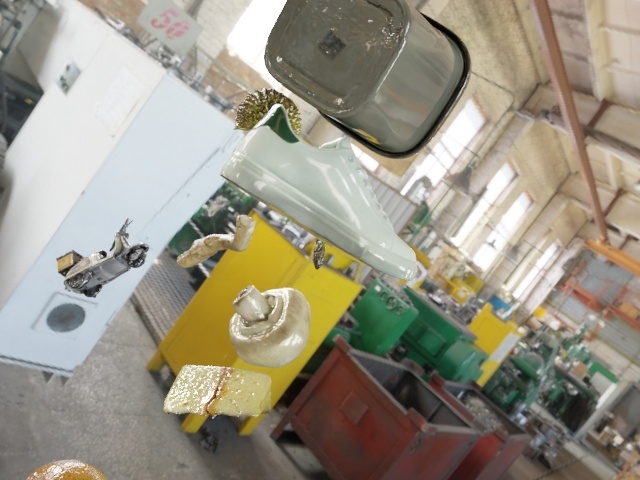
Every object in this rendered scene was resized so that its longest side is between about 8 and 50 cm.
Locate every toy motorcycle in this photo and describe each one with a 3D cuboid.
[{"bbox_3d":[-0.592,0.054,1.481,0.157,0.263,0.091,65,4,36],"label":"toy motorcycle"}]

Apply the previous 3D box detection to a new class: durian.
[{"bbox_3d":[-0.118,-0.311,1.385,0.194,0.137,0.237,29,24,-19],"label":"durian"}]

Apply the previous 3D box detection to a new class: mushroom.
[{"bbox_3d":[-0.152,0.221,1.522,0.260,0.254,0.234,12,-42,45],"label":"mushroom"}]

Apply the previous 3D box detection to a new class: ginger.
[{"bbox_3d":[-0.255,0.011,1.300,0.089,0.288,0.075,5,71,-44],"label":"ginger"}]

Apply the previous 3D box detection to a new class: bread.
[{"bbox_3d":[-0.249,0.404,1.292,0.240,0.135,0.178,3,21,6],"label":"bread"}]

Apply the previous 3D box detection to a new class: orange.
[{"bbox_3d":[-0.679,0.717,1.423,0.264,0.264,0.264,36,6,-4],"label":"orange"}]

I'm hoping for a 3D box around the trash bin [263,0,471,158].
[{"bbox_3d":[0.067,-0.250,0.768,0.219,0.219,0.250,36,17,19],"label":"trash bin"}]

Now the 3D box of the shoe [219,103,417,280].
[{"bbox_3d":[0.031,-0.075,0.872,0.363,0.160,0.132,31,-2,-17],"label":"shoe"}]

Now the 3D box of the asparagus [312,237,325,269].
[{"bbox_3d":[0.000,0.000,1.468,0.036,0.165,0.030,4,-16,14],"label":"asparagus"}]
